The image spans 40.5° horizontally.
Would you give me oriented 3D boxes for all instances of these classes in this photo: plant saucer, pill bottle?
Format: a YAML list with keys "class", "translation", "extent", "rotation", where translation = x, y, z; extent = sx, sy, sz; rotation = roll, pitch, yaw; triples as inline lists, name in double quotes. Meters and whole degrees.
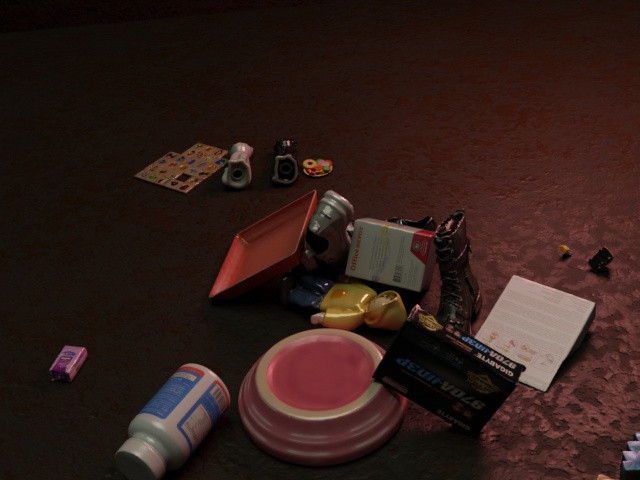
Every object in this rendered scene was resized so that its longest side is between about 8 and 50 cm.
- class: "plant saucer"
  translation: [-0.119, 0.020, 2.002]
  extent: [0.259, 0.048, 0.258]
  rotation: [-29, 25, 28]
- class: "plant saucer"
  translation: [0.003, 0.280, 1.669]
  extent: [0.331, 0.084, 0.332]
  rotation: [-4, 34, 3]
- class: "pill bottle"
  translation: [-0.273, 0.339, 1.587]
  extent: [0.124, 0.124, 0.221]
  rotation: [14, 39, 26]

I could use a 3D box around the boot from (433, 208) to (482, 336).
- class: "boot"
  translation: [0.261, 0.082, 1.778]
  extent: [0.091, 0.229, 0.263]
  rotation: [-1, 32, 25]

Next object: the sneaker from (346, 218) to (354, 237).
- class: "sneaker"
  translation: [0.074, -0.032, 2.142]
  extent: [0.098, 0.038, 0.069]
  rotation: [13, 40, 24]

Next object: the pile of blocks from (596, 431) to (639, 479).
- class: "pile of blocks"
  translation: [0.541, 0.377, 1.428]
  extent: [0.148, 0.113, 0.362]
  rotation: [19, 41, 30]

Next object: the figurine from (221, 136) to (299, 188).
- class: "figurine"
  translation: [-0.165, -0.228, 2.431]
  extent: [0.214, 0.092, 0.209]
  rotation: [-5, 27, 2]

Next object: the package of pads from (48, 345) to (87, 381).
- class: "package of pads"
  translation: [-0.530, 0.258, 1.821]
  extent: [0.050, 0.032, 0.083]
  rotation: [1, 35, 15]

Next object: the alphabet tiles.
- class: "alphabet tiles"
  translation: [-0.385, -0.215, 2.498]
  extent: [0.198, 0.009, 0.237]
  rotation: [18, 41, 30]

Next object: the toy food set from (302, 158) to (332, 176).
- class: "toy food set"
  translation: [-0.007, -0.203, 2.414]
  extent: [0.082, 0.020, 0.083]
  rotation: [-9, 35, -5]

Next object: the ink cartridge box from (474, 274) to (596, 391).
- class: "ink cartridge box"
  translation: [0.429, 0.194, 1.778]
  extent: [0.189, 0.066, 0.232]
  rotation: [20, 64, 32]

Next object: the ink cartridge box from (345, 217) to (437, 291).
- class: "ink cartridge box"
  translation: [0.161, 0.029, 1.918]
  extent: [0.176, 0.128, 0.127]
  rotation: [14, 8, 16]

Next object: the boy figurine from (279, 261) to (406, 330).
- class: "boy figurine"
  translation: [0.048, 0.133, 1.867]
  extent: [0.285, 0.092, 0.177]
  rotation: [15, 34, 31]

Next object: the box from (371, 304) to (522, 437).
- class: "box"
  translation: [0.224, 0.236, 1.556]
  extent: [0.220, 0.175, 0.051]
  rotation: [30, 41, 5]

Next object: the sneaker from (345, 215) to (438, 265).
- class: "sneaker"
  translation: [0.149, -0.006, 2.039]
  extent: [0.267, 0.106, 0.101]
  rotation: [-5, 36, 3]

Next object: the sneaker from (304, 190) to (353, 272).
- class: "sneaker"
  translation: [0.000, 0.000, 1.918]
  extent: [0.105, 0.281, 0.115]
  rotation: [35, 66, 19]

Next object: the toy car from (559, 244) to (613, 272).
- class: "toy car"
  translation: [0.611, 0.025, 1.974]
  extent: [0.040, 0.060, 0.122]
  rotation: [4, 26, -49]
